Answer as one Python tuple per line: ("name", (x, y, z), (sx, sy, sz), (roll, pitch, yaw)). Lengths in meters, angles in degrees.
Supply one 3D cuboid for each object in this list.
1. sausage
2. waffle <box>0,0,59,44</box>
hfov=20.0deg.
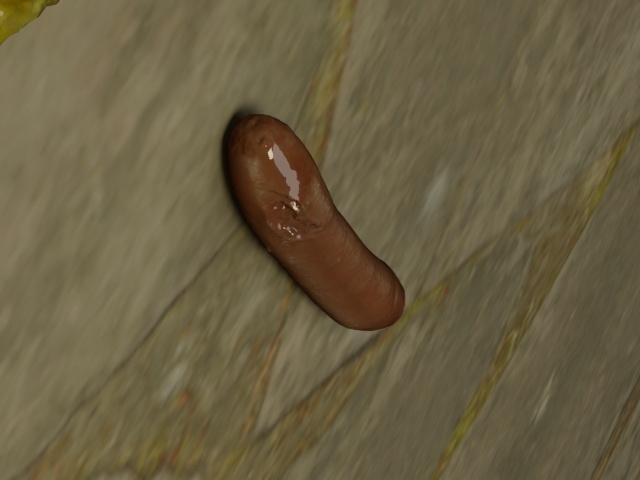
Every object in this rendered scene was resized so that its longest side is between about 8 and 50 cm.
("sausage", (0.000, 0.000, 0.837), (0.043, 0.043, 0.186), (-62, 152, -14))
("waffle", (-0.088, -0.174, 0.541), (0.280, 0.060, 0.262), (4, 108, -61))
